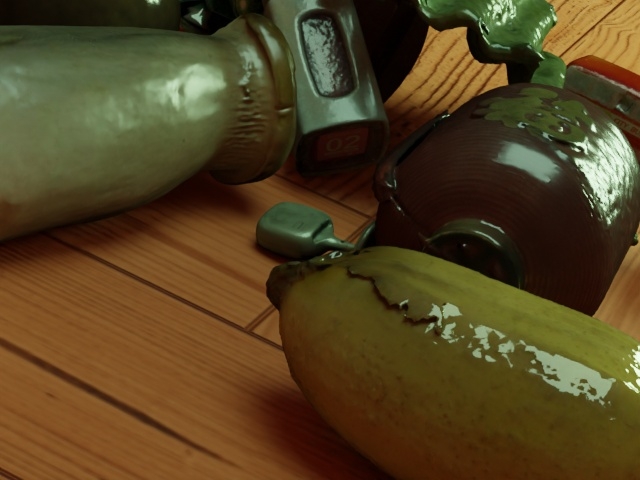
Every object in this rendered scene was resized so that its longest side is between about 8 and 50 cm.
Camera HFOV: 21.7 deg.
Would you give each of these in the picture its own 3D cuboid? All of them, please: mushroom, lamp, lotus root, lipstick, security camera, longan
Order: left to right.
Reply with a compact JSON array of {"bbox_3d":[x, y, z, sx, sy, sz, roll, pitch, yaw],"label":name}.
[{"bbox_3d":[-0.182,-0.077,1.126,0.407,0.137,0.154,-11,25,-38],"label":"mushroom"},{"bbox_3d":[-0.190,-0.180,1.295,0.167,0.167,0.187,24,7,11],"label":"longan"},{"bbox_3d":[-0.009,-0.179,1.372,0.079,0.077,0.253,-9,62,-8],"label":"lipstick"},{"bbox_3d":[0.000,0.000,1.201,0.092,0.058,0.058,18,22,26],"label":"security camera"},{"bbox_3d":[0.102,0.097,0.965,0.303,0.131,0.146,23,24,14],"label":"lotus root"},{"bbox_3d":[0.130,-0.021,1.176,0.180,0.180,0.258,24,26,9],"label":"lamp"}]

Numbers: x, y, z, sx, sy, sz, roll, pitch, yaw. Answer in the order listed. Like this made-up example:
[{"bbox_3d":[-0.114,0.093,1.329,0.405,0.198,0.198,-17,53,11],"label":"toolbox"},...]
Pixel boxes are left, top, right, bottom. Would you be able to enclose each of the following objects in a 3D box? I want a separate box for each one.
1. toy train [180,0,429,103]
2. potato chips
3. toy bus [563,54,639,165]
[{"bbox_3d":[-0.031,-0.251,1.592,0.221,0.150,0.304,22,21,-19],"label":"toy train"},{"bbox_3d":[0.152,-0.185,1.435,0.373,0.097,0.389,41,22,-27],"label":"potato chips"},{"bbox_3d":[0.305,-0.115,1.610,0.174,0.077,0.079,30,27,22],"label":"toy bus"}]
